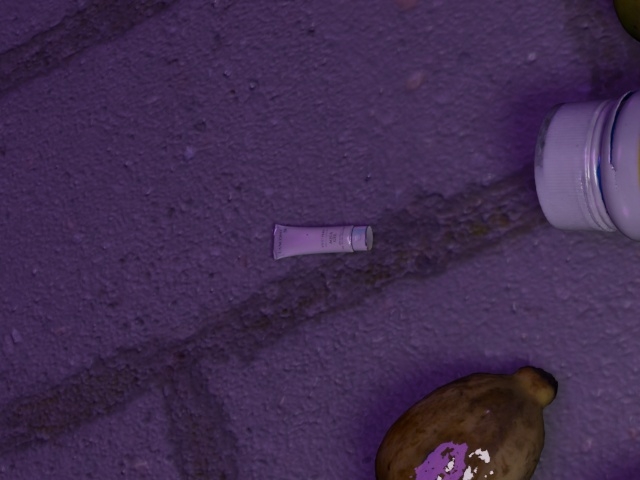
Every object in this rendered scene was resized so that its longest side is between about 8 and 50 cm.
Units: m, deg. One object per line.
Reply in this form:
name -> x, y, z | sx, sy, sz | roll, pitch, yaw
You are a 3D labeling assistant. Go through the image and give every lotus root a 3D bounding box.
lotus root -> 0.136, 0.197, 1.364 | 0.138, 0.138, 0.214 | 39, 87, 26

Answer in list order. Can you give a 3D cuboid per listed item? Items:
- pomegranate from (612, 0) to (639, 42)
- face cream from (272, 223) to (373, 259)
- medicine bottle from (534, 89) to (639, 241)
pomegranate -> 0.332, -0.233, 1.336 | 0.130, 0.130, 0.130 | -5, 79, 25
face cream -> 0.000, 0.000, 1.516 | 0.115, 0.020, 0.038 | -2, 81, 28
medicine bottle -> 0.331, -0.068, 1.292 | 0.258, 0.143, 0.144 | 1, 82, 36
